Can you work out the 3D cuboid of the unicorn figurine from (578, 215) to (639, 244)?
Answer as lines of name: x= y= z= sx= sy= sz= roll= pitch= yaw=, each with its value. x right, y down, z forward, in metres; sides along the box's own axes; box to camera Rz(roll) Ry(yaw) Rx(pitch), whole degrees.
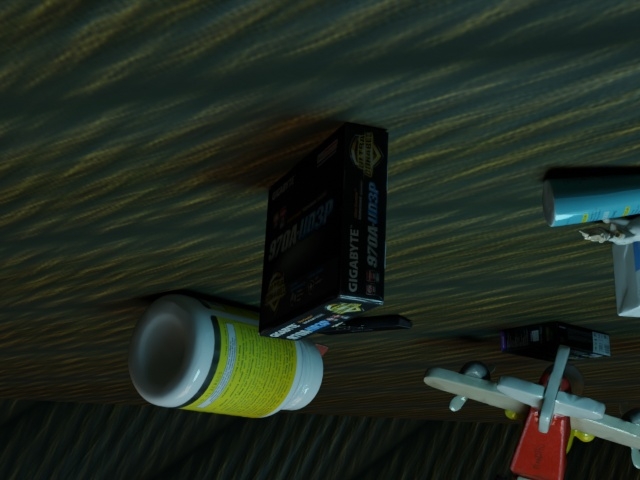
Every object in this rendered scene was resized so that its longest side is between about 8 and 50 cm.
unicorn figurine: x=0.405 y=-0.013 z=1.218 sx=0.162 sy=0.060 sz=0.111 roll=10 pitch=171 yaw=31

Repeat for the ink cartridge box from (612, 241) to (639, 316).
ink cartridge box: x=0.481 y=0.047 z=1.322 sx=0.180 sy=0.104 sz=0.060 roll=3 pitch=163 yaw=-11

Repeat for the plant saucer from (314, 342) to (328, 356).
plant saucer: x=-0.157 y=0.239 z=2.122 sx=0.258 sy=0.047 sz=0.259 roll=-10 pitch=162 yaw=34

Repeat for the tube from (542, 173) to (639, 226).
tube: x=0.349 y=-0.051 z=1.097 sx=0.207 sy=0.052 sz=0.080 roll=-6 pitch=174 yaw=0

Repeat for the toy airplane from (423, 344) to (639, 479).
toy airplane: x=0.442 y=0.326 z=1.942 sx=0.386 sy=0.272 sz=0.384 roll=46 pitch=136 yaw=-15

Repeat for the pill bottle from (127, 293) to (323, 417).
pill bottle: x=-0.154 y=0.211 z=1.764 sx=0.188 sy=0.187 sz=0.334 roll=-12 pitch=159 yaw=38

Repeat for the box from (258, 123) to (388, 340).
box: x=0.000 y=0.000 z=1.043 sx=0.051 sy=0.175 sz=0.220 roll=10 pitch=162 yaw=-21

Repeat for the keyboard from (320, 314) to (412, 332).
keyboard: x=0.070 y=0.157 z=1.872 sx=0.180 sy=0.023 sz=0.108 roll=-8 pitch=168 yaw=25

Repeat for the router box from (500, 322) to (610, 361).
router box: x=0.457 y=0.200 z=1.961 sx=0.179 sy=0.046 sz=0.133 roll=15 pitch=159 yaw=-41
